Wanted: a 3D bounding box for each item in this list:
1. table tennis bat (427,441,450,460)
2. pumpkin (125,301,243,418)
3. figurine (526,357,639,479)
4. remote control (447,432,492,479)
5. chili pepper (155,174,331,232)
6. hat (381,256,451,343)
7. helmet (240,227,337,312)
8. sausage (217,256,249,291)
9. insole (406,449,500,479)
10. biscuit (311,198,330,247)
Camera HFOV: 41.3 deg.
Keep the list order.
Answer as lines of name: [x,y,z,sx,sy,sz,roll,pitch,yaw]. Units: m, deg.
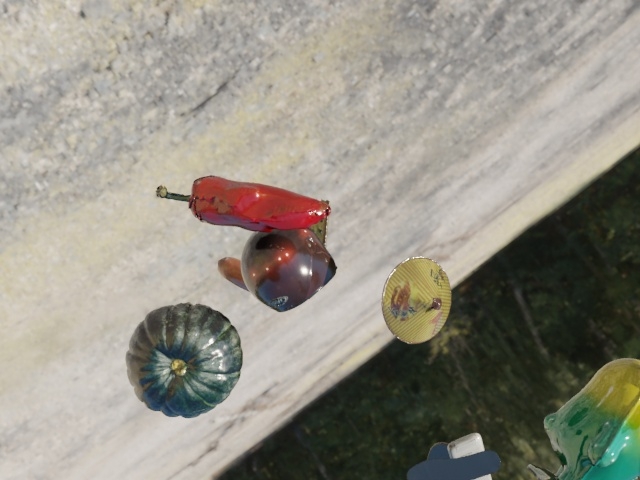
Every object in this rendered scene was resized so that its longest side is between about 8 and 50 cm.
table tennis bat: [0.289,0.548,2.010,0.013,0.087,0.156,-30,136,-57]
pumpkin: [-0.252,0.220,1.577,0.220,0.220,0.162,-36,-178,1]
figurine: [0.603,0.396,1.780,0.340,0.231,0.323,-55,164,2]
remote control: [0.295,0.465,1.625,0.067,0.029,0.261,-22,123,-4]
chili pepper: [-0.165,-0.079,1.821,0.387,0.110,0.110,7,180,18]
hat: [0.230,0.132,1.827,0.193,0.193,0.082,-30,-164,-26]
helmet: [-0.083,0.055,1.922,0.189,0.216,0.193,-25,147,35]
sausage: [-0.208,0.106,2.427,0.077,0.194,0.077,-58,166,-24]
insole: [0.215,0.370,1.370,0.152,0.053,0.002,-16,172,2]
biscuit: [-0.073,-0.031,2.086,0.231,0.139,0.016,-4,164,38]
